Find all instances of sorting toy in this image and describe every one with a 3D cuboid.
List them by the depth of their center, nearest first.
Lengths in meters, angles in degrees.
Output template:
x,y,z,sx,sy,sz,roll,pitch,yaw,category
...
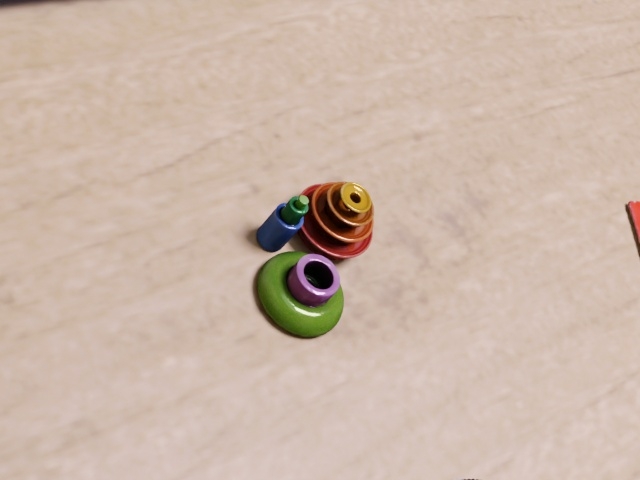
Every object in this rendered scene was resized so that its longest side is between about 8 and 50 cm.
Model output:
x,y,z,sx,sy,sz,roll,pitch,yaw,category
0.000,0.000,0.744,0.061,0.042,0.102,30,49,-11,sorting toy

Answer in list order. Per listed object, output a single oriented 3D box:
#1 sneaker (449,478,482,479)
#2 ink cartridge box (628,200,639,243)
x,y,z,sx,sy,sz,roll,pitch,yaw,category
0.129,0.222,0.657,0.228,0.086,0.132,27,53,0,sneaker
0.339,0.089,0.885,0.238,0.060,0.275,9,56,-28,ink cartridge box
